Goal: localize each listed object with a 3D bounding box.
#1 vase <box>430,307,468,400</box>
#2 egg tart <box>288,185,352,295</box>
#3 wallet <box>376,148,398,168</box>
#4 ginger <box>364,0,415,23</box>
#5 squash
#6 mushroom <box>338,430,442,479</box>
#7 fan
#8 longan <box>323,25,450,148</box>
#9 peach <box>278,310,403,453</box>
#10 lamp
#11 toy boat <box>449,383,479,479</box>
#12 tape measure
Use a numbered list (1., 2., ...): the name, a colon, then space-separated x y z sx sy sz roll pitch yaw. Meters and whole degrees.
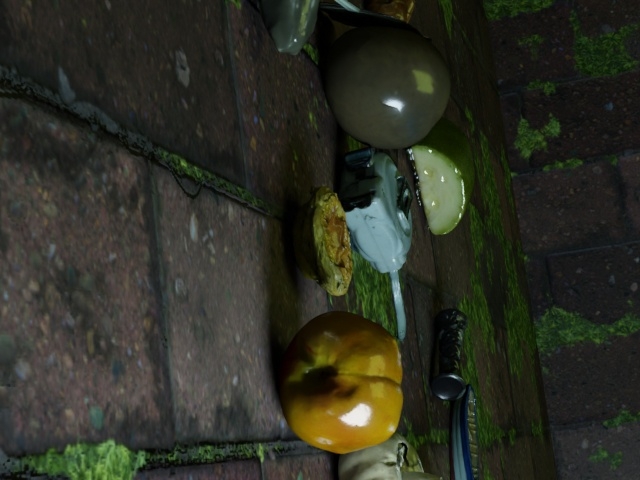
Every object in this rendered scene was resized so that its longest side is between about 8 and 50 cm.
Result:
1. vase: 0.212 0.186 2.032 0.167 0.059 0.059 -80 155 -52
2. egg tart: 0.000 0.000 1.388 0.130 0.052 0.130 -8 90 -74
3. wallet: 0.105 -0.157 1.932 0.082 0.018 0.157 62 24 -48
4. ginger: 0.113 -0.381 1.996 0.103 0.073 0.162 49 33 -64
5. squash: 0.230 -0.130 2.228 0.252 0.093 0.169 -55 131 -69
6. mushroom: 0.079 0.281 1.372 0.154 0.122 0.154 -9 90 -68
7. fan: 0.053 -0.298 1.625 0.226 0.152 0.008 12 94 -68
8. longan: 0.087 -0.203 1.628 0.189 0.189 0.189 -10 90 -75
9. peach: 0.022 0.142 1.235 0.138 0.138 0.138 -10 90 -75
10. lamp: -0.030 -0.320 1.394 0.101 0.101 0.250 55 33 -58
11. toy boat: 0.241 0.339 2.061 0.229 0.046 0.080 -83 158 -46
12. tape measure: 0.104 0.011 1.699 0.330 0.084 0.164 61 28 -46
